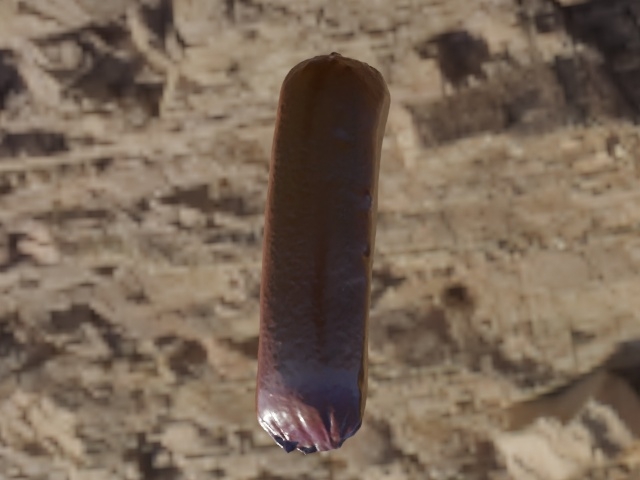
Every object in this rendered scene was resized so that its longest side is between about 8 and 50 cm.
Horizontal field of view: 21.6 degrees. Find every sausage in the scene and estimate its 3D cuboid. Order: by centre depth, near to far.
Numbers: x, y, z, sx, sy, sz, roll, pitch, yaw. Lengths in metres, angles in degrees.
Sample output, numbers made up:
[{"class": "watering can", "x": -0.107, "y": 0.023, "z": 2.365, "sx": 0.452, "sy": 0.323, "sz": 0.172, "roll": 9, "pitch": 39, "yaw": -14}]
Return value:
[{"class": "sausage", "x": -0.001, "y": 0.000, "z": 1.379, "sx": 0.097, "sy": 0.348, "sz": 0.094, "roll": 0, "pitch": 159, "yaw": 14}]
